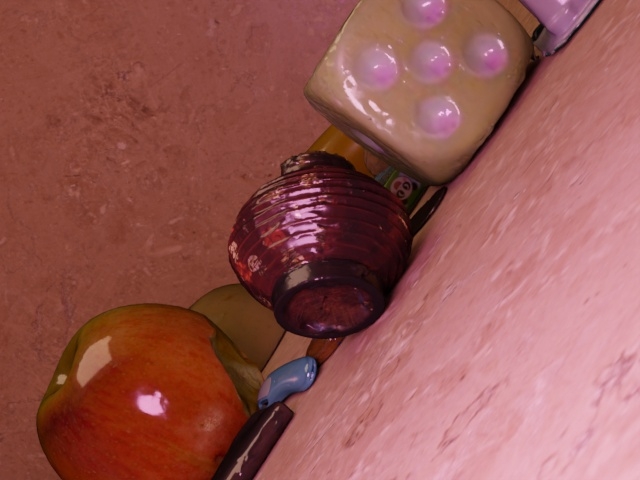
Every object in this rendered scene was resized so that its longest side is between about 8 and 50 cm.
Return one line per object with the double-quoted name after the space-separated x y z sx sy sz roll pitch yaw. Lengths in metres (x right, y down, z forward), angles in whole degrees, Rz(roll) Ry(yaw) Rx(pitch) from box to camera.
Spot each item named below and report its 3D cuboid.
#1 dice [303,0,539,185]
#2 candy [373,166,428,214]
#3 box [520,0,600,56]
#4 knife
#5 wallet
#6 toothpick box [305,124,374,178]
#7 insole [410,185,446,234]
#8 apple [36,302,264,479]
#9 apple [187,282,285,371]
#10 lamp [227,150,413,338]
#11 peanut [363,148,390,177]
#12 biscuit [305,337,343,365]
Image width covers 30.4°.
0.138 -0.238 1.677 0.250 0.254 0.252 -54 4 -1 "dice"
0.108 -0.065 1.895 0.097 0.062 0.194 -55 6 -14 "candy"
0.372 -0.423 1.620 0.337 0.106 0.264 -52 5 14 "box"
-0.047 0.207 1.691 0.222 0.031 0.064 141 142 -63 "knife"
-0.146 0.353 1.575 0.309 0.042 0.165 -56 7 -23 "wallet"
0.047 -0.127 2.236 0.271 0.175 0.175 -52 5 -9 "toothpick box"
0.095 0.022 1.747 0.328 0.007 0.111 -49 9 46 "insole"
-0.265 0.257 1.827 0.339 0.339 0.339 -53 5 7 "apple"
-0.196 0.265 2.318 0.360 0.311 0.320 -59 -37 -54 "apple"
0.000 0.000 1.521 0.247 0.247 0.247 -53 5 7 "lamp"
0.163 -0.201 2.015 0.233 0.110 0.197 -55 5 8 "peanut"
0.020 0.113 1.691 0.124 0.026 0.175 -52 8 26 "biscuit"
